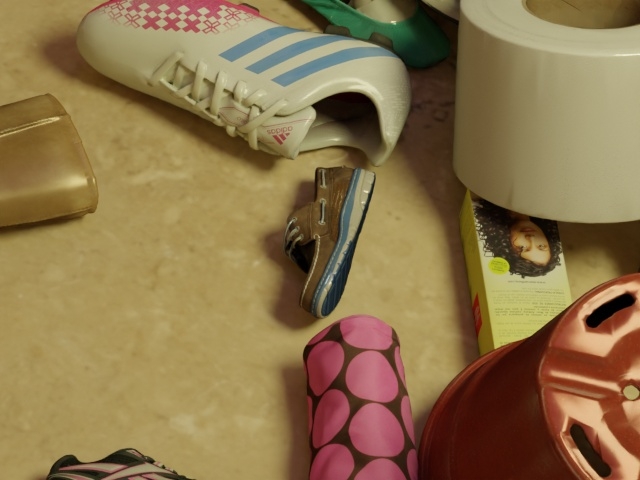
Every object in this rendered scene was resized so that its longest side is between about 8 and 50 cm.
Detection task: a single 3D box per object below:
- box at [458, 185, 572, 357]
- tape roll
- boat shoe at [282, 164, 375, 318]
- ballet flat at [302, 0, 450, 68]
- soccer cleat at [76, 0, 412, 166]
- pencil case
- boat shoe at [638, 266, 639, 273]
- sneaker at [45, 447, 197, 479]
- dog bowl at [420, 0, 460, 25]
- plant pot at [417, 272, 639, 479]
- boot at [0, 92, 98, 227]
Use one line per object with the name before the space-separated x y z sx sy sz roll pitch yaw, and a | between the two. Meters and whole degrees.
box | 0.184 0.056 1.733 0.087 0.058 0.232 0 54 -10
tape roll | 0.248 -0.143 1.769 0.246 0.169 0.246 1 28 -1
boat shoe | 0.000 0.000 1.742 0.066 0.066 0.183 14 42 6
ballet flat | 0.028 -0.264 1.926 0.247 0.087 0.083 32 54 13
soccer cleat | -0.073 -0.151 1.803 0.331 0.116 0.143 8 52 -5
pencil case | 0.029 0.170 1.601 0.095 0.098 0.209 30 42 -33
boat shoe | 0.456 -0.003 1.822 0.335 0.095 0.112 -5 51 -21
sneaker | -0.143 0.205 1.554 0.178 0.072 0.077 7 42 -12
dog bowl | 0.216 -0.408 1.909 0.408 0.407 0.150 3 11 -9
plant pot | 0.235 0.162 1.494 0.272 0.265 0.272 3 68 -8
boot | -0.370 -0.090 1.725 0.270 0.089 0.236 -16 69 -22
